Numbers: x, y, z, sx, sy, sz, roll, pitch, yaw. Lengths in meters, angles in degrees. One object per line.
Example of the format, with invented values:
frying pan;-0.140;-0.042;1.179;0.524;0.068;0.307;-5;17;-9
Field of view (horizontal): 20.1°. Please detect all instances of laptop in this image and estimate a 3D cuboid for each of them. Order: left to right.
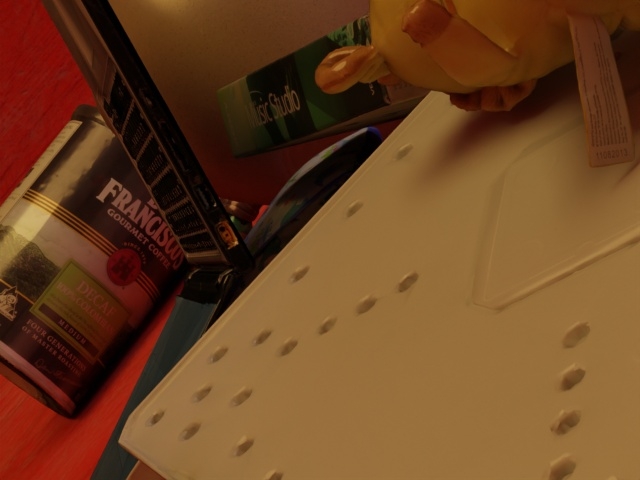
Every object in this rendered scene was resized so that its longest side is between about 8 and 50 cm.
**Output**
laptop;-0.187;0.024;1.221;0.236;0.408;0.382;-30;3;-8

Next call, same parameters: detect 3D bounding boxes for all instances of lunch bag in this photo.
lunch bag;0.000;0.000;1.255;0.151;0.096;0.129;-62;4;19

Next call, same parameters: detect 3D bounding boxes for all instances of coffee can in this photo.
coffee can;-0.264;0.022;1.939;0.275;0.201;0.201;-53;12;-13

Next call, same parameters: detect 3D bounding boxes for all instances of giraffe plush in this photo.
giraffe plush;0.081;-0.126;0.781;0.170;0.181;0.210;167;111;-69

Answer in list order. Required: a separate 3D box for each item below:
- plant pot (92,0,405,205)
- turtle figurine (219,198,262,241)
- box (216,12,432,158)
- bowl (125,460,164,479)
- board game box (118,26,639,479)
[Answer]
plant pot;-0.026;-0.140;1.506;0.284;0.284;0.191;-49;47;4
turtle figurine;-0.058;-0.093;1.747;0.175;0.118;0.234;9;-74;-87
box;0.086;-0.116;1.128;0.232;0.058;0.322;-15;0;-18
bowl;-0.071;0.182;0.966;0.142;0.053;0.142;-58;34;35
board game box;0.123;-0.008;0.724;0.390;0.050;0.390;-47;22;-12
